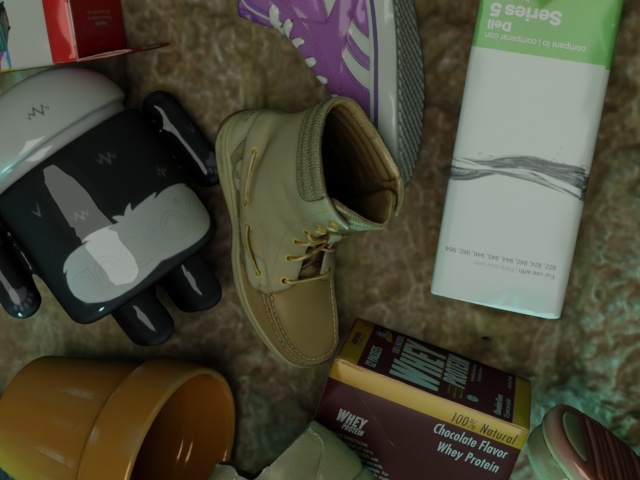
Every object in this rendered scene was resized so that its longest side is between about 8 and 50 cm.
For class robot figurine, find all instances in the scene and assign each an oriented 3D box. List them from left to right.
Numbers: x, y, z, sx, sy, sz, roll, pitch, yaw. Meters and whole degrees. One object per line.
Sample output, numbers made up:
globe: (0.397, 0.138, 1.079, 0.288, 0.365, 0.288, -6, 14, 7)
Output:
robot figurine: (-0.212, -0.032, 1.130, 0.173, 0.209, 0.278, -31, 97, 33)

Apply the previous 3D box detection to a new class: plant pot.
plant pot: (-0.217, 0.203, 1.183, 0.188, 0.205, 0.205, 14, 106, 23)

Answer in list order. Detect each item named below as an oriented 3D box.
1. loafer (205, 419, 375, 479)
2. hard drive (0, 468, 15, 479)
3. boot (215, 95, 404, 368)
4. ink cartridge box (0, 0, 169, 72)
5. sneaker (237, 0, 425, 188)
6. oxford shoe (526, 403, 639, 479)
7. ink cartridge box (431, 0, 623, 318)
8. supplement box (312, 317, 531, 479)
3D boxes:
loafer: (-0.084, 0.248, 1.066, 0.268, 0.102, 0.092, -26, 83, -5)
hard drive: (-0.379, 0.278, 1.293, 0.172, 0.054, 0.255, -32, 96, 16)
boot: (0.000, 0.000, 1.082, 0.095, 0.203, 0.262, -16, 98, -31)
ink cartridge box: (-0.275, -0.202, 1.117, 0.231, 0.134, 0.078, -6, 101, 11)
sneaker: (0.008, -0.182, 1.098, 0.161, 0.102, 0.282, -5, 96, 19)
oxford shoe: (0.283, 0.321, 1.102, 0.146, 0.140, 0.397, -28, 112, 21)
ink cartridge box: (0.178, -0.093, 1.024, 0.114, 0.198, 0.273, 11, 104, 8)
supplement box: (0.083, 0.210, 1.151, 0.191, 0.129, 0.194, 20, 106, 6)
